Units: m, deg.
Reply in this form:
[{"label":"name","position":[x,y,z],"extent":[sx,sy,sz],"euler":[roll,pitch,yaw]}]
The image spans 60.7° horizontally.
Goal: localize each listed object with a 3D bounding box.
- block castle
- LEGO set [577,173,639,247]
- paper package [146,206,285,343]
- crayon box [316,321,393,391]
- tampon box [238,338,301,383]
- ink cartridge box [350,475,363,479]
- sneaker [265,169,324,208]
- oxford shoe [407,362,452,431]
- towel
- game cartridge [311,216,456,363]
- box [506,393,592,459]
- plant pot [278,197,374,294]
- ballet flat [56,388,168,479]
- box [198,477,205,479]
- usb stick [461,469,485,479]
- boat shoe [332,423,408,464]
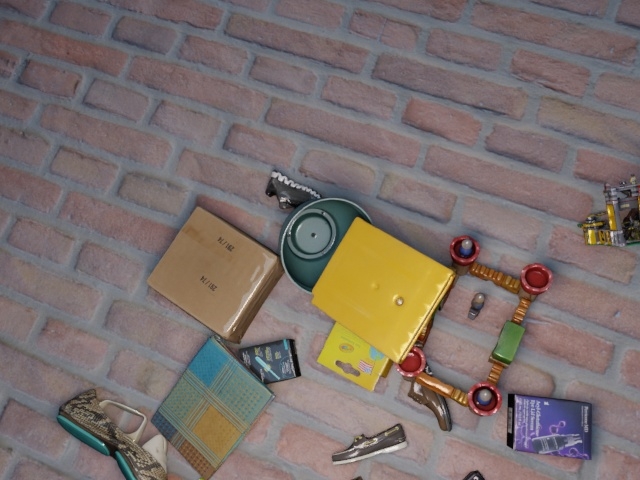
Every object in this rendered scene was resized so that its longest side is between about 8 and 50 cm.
[{"label":"block castle","position":[0.420,0.228,1.525],"extent":[0.303,0.213,0.453],"euler":[24,71,19]},{"label":"LEGO set","position":[0.917,-0.099,1.561],"extent":[0.332,0.255,0.192],"euler":[-9,92,13]},{"label":"paper package","position":[-0.317,0.107,1.723],"extent":[0.325,0.168,0.309],"euler":[31,81,14]},{"label":"crayon box","position":[0.149,0.268,1.646],"extent":[0.202,0.081,0.318],"euler":[25,81,25]},{"label":"tampon box","position":[-0.154,0.374,1.669],"extent":[0.161,0.101,0.120],"euler":[-13,76,5]},{"label":"ink cartridge box","position":[0.105,0.763,1.472],"extent":[0.088,0.234,0.193],"euler":[-27,75,2]},{"label":"sneaker","position":[-0.083,-0.137,1.799],"extent":[0.234,0.078,0.106],"euler":[29,85,17]},{"label":"oxford shoe","position":[0.310,0.458,1.602],"extent":[0.096,0.083,0.227],"euler":[-27,62,3]},{"label":"towel","position":[-0.328,0.499,1.637],"extent":[0.271,0.040,0.370],"euler":[41,106,16]},{"label":"game cartridge","position":[0.159,0.129,1.496],"extent":[0.324,0.053,0.285],"euler":[33,93,29]},{"label":"box","position":[0.635,0.515,1.526],"extent":[0.207,0.108,0.153],"euler":[3,77,9]},{"label":"plant pot","position":[0.000,0.000,1.661],"extent":[0.293,0.196,0.292],"euler":[-4,105,-17]},{"label":"ballet flat","position":[-0.578,0.606,1.638],"extent":[0.483,0.164,0.182],"euler":[32,49,22]},{"label":"box","position":[-0.309,0.800,1.620],"extent":[0.178,0.042,0.109],"euler":[27,82,14]},{"label":"usb stick","position":[0.359,0.762,1.537],"extent":[0.278,0.045,0.077],"euler":[-40,82,-3]},{"label":"boat shoe","position":[0.137,0.595,1.592],"extent":[0.228,0.081,0.068],"euler":[-15,72,-3]}]
